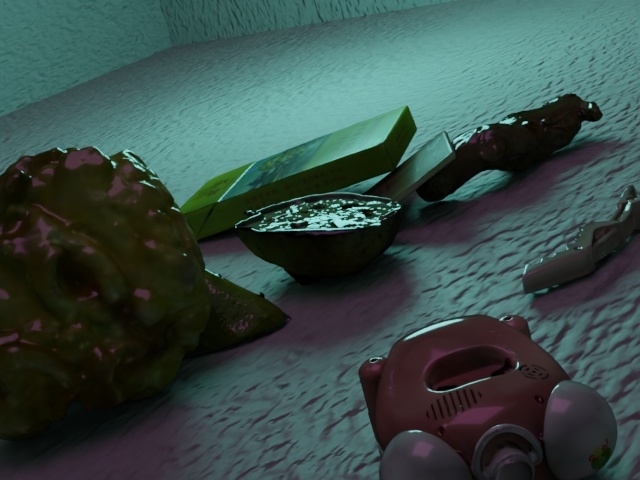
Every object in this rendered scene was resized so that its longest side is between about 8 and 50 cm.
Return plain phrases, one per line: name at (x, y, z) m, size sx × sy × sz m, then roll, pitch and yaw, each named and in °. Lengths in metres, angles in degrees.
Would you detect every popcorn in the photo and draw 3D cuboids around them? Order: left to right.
popcorn at (-0.216, 0.050, 1.019) m, size 0.225 × 0.285 × 0.173 m, roll 3°, pitch -19°, yaw 2°

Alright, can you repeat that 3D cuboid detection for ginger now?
ginger at (0.241, -0.131, 1.389) m, size 0.290 × 0.084 × 0.122 m, roll -26°, pitch 28°, yaw -28°

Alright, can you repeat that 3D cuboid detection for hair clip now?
hair clip at (0.284, 0.000, 1.057) m, size 0.072 × 0.034 × 0.226 m, roll 6°, pitch 29°, yaw 46°

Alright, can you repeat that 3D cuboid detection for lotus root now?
lotus root at (0.003, 0.000, 1.220) m, size 0.183 × 0.077 × 0.204 m, roll -18°, pitch 19°, yaw -41°

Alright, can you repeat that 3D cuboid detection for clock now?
clock at (0.111, 0.123, 0.754) m, size 0.166 × 0.092 × 0.162 m, roll -16°, pitch 21°, yaw -5°

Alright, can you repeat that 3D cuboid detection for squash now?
squash at (-0.176, 0.104, 1.147) m, size 0.252 × 0.169 × 0.093 m, roll 25°, pitch 34°, yaw 10°

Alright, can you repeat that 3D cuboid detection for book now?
book at (0.095, -0.069, 1.327) m, size 0.172 × 0.012 × 0.118 m, roll -38°, pitch 14°, yaw 14°

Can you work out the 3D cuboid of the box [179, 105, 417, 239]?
box at (-0.038, -0.092, 1.483) m, size 0.335 × 0.047 × 0.187 m, roll -19°, pitch 17°, yaw 21°
